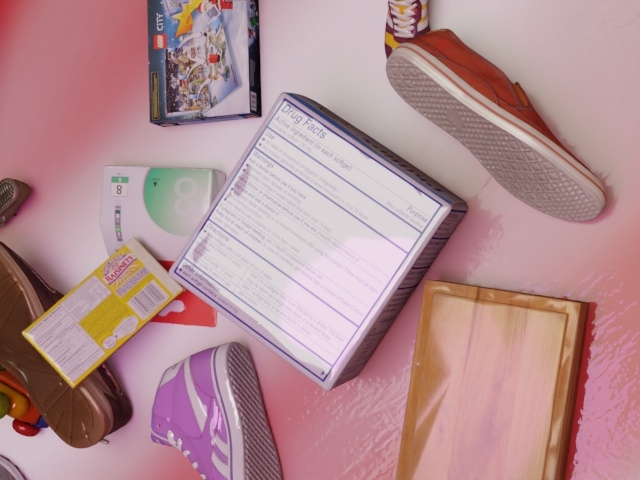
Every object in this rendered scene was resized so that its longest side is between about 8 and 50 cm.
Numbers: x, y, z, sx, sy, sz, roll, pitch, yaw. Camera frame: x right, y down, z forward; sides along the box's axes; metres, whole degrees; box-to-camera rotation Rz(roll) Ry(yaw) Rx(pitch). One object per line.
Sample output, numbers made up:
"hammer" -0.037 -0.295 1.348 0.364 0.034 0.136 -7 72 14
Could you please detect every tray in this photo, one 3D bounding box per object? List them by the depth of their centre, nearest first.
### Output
"tray" 0.205 0.266 1.525 0.203 0.076 0.410 8 91 22

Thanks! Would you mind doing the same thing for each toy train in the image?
"toy train" -0.438 0.238 1.743 0.248 0.143 0.105 25 97 21

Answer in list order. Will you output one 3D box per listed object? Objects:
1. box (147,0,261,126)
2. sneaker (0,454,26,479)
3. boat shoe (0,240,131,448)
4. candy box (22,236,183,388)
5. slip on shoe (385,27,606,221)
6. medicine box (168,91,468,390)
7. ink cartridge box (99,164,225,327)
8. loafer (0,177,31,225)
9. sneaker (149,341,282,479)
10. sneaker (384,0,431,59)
"box" -0.167 -0.285 1.720 0.159 0.044 0.233 -3 86 21
"sneaker" -0.474 0.392 1.769 0.271 0.108 0.100 26 98 22
"boat shoe" -0.390 0.138 1.743 0.123 0.123 0.342 -44 79 26
"candy box" -0.300 0.100 1.673 0.206 0.027 0.105 -42 83 -19
"slip on shoe" 0.234 -0.151 1.521 0.331 0.123 0.101 41 64 12
"medicine box" 0.000 0.000 1.567 0.263 0.149 0.289 35 99 13
"ink cartridge box" -0.231 0.006 1.725 0.181 0.056 0.224 3 86 22
"loafer" -0.492 -0.047 1.835 0.148 0.050 0.056 -27 73 34
"sneaker" -0.150 0.295 1.657 0.161 0.102 0.282 -20 69 23
"sneaker" 0.111 -0.305 1.589 0.070 0.084 0.185 2 87 22
